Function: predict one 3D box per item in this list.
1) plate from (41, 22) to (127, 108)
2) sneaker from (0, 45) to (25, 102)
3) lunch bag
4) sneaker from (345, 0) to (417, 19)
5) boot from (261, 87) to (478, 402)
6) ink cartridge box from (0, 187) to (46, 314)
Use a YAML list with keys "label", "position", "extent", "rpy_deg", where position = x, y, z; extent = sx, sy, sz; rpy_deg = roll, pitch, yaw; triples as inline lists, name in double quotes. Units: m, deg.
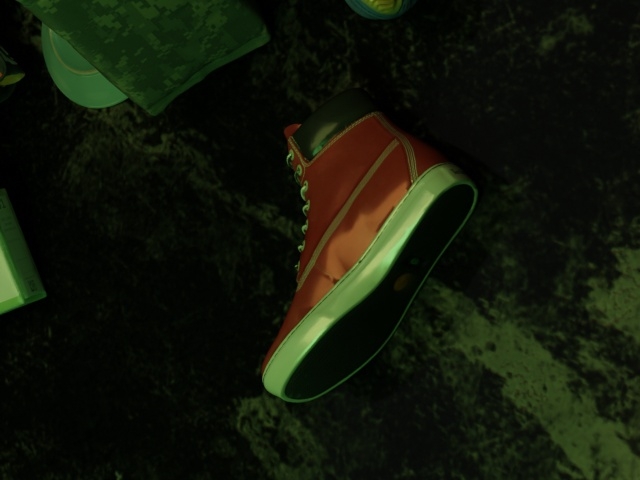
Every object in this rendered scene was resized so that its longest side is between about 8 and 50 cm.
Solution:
- label: "plate"
  position: [-0.219, -0.225, 1.496]
  extent: [0.188, 0.024, 0.188]
  rpy_deg: [-6, 81, 37]
- label: "sneaker"
  position: [-0.359, -0.246, 1.558]
  extent: [0.180, 0.124, 0.321]
  rpy_deg: [35, 83, 1]
- label: "lunch bag"
  position: [-0.200, -0.294, 1.341]
  extent: [0.169, 0.235, 0.287]
  rpy_deg: [-31, 61, 9]
- label: "sneaker"
  position: [0.010, -0.307, 1.294]
  extent: [0.131, 0.112, 0.296]
  rpy_deg: [-36, 62, 49]
- label: "boot"
  position: [0.000, 0.000, 1.266]
  extent: [0.176, 0.088, 0.244]
  rpy_deg: [42, 102, 33]
- label: "ink cartridge box"
  position: [-0.398, -0.021, 1.528]
  extent: [0.171, 0.056, 0.235]
  rpy_deg: [-20, 91, 22]
